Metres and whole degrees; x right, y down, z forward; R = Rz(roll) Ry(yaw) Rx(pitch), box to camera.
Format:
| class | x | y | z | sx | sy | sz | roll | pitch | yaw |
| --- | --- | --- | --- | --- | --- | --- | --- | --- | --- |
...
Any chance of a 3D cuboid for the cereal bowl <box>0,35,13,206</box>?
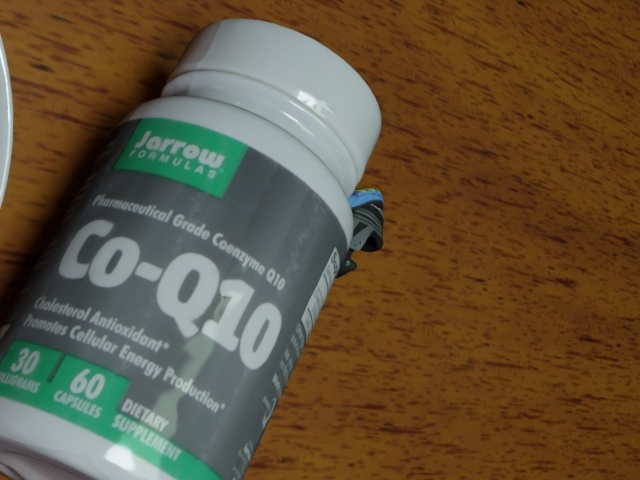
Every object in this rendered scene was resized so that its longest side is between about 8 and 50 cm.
| class | x | y | z | sx | sy | sz | roll | pitch | yaw |
| --- | --- | --- | --- | --- | --- | --- | --- | --- | --- |
| cereal bowl | -0.352 | -0.075 | 0.638 | 0.339 | 0.141 | 0.339 | 2 | 87 | -46 |

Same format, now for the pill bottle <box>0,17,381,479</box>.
| class | x | y | z | sx | sy | sz | roll | pitch | yaw |
| --- | --- | --- | --- | --- | --- | --- | --- | --- | --- |
| pill bottle | -0.098 | 0.025 | 0.860 | 0.204 | 0.204 | 0.361 | 45 | 58 | -37 |

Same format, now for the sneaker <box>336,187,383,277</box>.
| class | x | y | z | sx | sy | sz | roll | pitch | yaw |
| --- | --- | --- | --- | --- | --- | --- | --- | --- | --- |
| sneaker | 0.000 | 0.000 | 1.061 | 0.188 | 0.067 | 0.078 | -16 | 95 | -48 |
